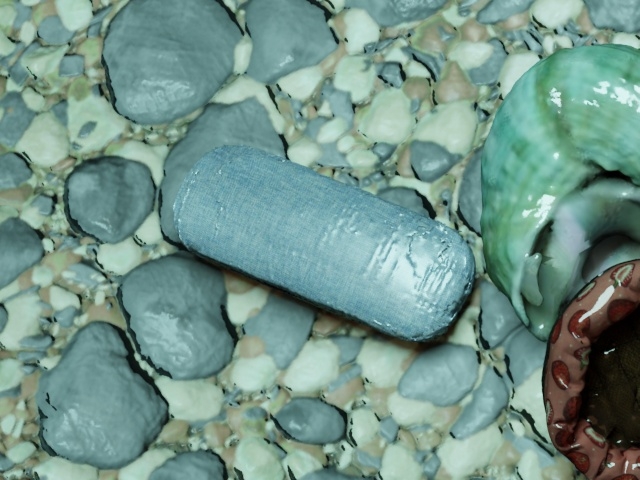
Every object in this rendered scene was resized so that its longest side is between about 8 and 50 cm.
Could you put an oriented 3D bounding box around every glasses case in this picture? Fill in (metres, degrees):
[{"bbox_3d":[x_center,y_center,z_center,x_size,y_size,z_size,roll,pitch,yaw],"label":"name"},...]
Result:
[{"bbox_3d":[0.000,0.000,1.637,0.282,0.067,0.109,21,80,24],"label":"glasses case"}]

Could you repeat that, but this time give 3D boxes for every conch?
[{"bbox_3d":[0.239,-0.058,1.521,0.277,0.195,0.220,-40,106,-18],"label":"conch"}]

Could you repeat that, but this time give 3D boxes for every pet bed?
[{"bbox_3d":[0.269,0.105,1.484,0.201,0.053,0.201,1,105,4],"label":"pet bed"}]

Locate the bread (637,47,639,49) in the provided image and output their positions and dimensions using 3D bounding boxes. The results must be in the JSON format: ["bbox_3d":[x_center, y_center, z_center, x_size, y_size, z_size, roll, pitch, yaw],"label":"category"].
[{"bbox_3d":[0.254,-0.136,1.602,0.083,0.036,0.047,-18,72,16],"label":"bread"}]
